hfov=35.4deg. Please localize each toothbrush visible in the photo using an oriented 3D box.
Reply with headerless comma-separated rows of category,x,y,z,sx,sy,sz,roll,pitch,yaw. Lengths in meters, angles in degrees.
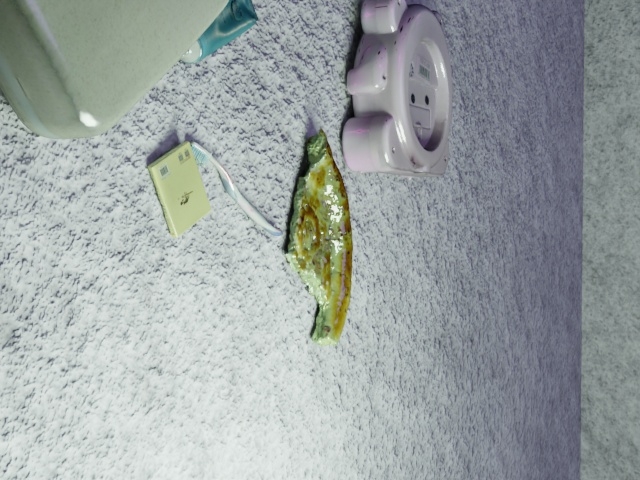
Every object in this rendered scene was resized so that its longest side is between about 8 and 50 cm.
toothbrush,-0.122,-0.070,1.479,0.027,0.021,0.269,-57,142,-11

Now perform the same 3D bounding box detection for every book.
book,-0.190,-0.069,1.360,0.077,0.014,0.111,-42,129,-41

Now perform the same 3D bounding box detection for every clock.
clock,0.152,-0.277,1.850,0.295,0.113,0.322,-1,92,-60

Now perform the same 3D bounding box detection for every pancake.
pancake,0.005,0.000,1.678,0.197,0.054,0.376,-32,119,-54

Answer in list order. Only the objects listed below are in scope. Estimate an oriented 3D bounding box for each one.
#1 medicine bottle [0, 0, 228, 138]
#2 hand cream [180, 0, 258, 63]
medicine bottle,-0.242,-0.301,1.144,0.375,0.123,0.282,-57,137,-40
hand cream,-0.145,-0.304,1.403,0.224,0.048,0.083,-56,136,-49
